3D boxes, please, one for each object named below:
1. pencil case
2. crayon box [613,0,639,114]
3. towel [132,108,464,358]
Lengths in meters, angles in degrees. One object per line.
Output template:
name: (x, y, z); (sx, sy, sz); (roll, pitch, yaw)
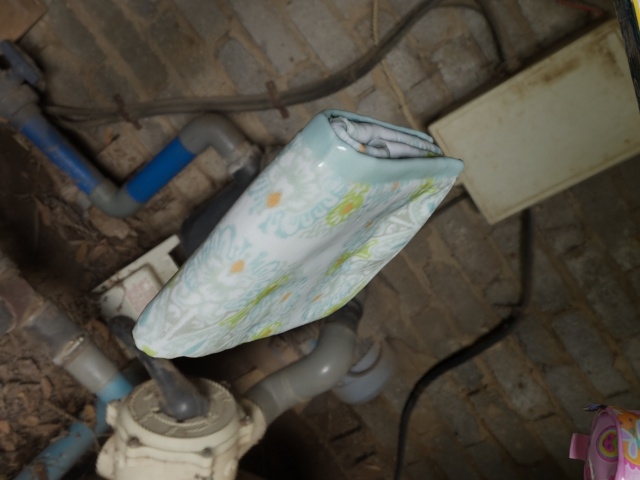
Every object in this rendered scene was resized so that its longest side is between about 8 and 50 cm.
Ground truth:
pencil case: (0.426, 0.251, 0.732); (0.124, 0.284, 0.124); (7, 90, -87)
crayon box: (0.581, -0.278, 0.898); (0.083, 0.323, 0.203); (-48, 123, -77)
towel: (0.000, 0.000, 0.806); (0.090, 0.320, 0.374); (49, 23, 18)
